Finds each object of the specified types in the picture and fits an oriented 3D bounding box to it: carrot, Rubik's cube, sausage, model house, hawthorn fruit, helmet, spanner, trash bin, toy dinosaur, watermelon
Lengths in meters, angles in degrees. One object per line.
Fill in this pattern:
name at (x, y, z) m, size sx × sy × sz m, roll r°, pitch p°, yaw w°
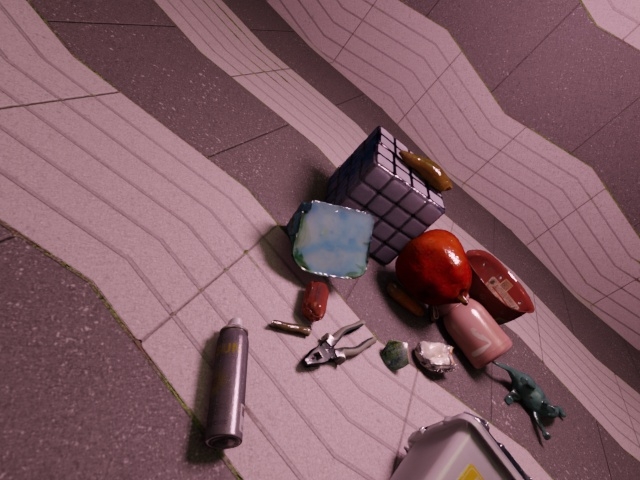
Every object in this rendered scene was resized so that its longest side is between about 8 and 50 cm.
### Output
carrot at (0.315, 0.221, 1.563) m, size 0.186 × 0.060 × 0.060 m, roll 43°, pitch 32°, yaw -12°
Rubik's cube at (0.241, -0.177, 1.673) m, size 0.343 × 0.344 × 0.337 m, roll 32°, pitch 36°, yaw -16°
sausage at (-0.016, 0.178, 1.236) m, size 0.076 × 0.076 × 0.141 m, roll 32°, pitch 32°, yaw -17°
model house at (0.000, 0.000, 1.395) m, size 0.261 × 0.241 × 0.226 m, roll 12°, pitch 86°, yaw -23°
hawthorn fruit at (0.428, 0.122, 1.532) m, size 0.265 × 0.265 × 0.307 m, roll 2°, pitch 42°, yaw -46°
helmet at (0.687, 0.230, 1.791) m, size 0.384 × 0.230 × 0.338 m, roll 8°, pitch 43°, yaw -40°
spanner at (0.056, 0.302, 1.202) m, size 0.324 × 0.040 × 0.096 m, roll -7°, pitch 57°, yaw -52°
trash bin at (0.249, 0.591, 0.918) m, size 0.367 × 0.296 × 0.256 m, roll -26°, pitch 73°, yaw -41°
toy dinosaur at (0.842, 0.598, 1.690) m, size 0.384 × 0.129 × 0.330 m, roll 53°, pitch 23°, yaw 16°
watermelon at (0.240, 0.362, 1.319) m, size 0.072 × 0.084 × 0.093 m, roll 33°, pitch 66°, yaw -54°

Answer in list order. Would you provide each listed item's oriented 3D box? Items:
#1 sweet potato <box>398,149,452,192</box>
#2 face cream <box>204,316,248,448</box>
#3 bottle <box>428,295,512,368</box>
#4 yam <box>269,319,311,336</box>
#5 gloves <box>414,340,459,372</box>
sweet potato at (0.394, -0.260, 1.546) m, size 0.243 × 0.077 × 0.077 m, roll 39°, pitch 33°, yaw -11°
face cream at (-0.195, 0.292, 0.908) m, size 0.073 × 0.073 × 0.284 m, roll 25°, pitch 37°, yaw -26°
bottle at (0.558, 0.328, 1.609) m, size 0.206 × 0.173 × 0.297 m, roll -27°, pitch 70°, yaw -21°
yam at (-0.083, 0.232, 1.140) m, size 0.129 × 0.027 × 0.033 m, roll 23°, pitch 77°, yaw -32°
gloves at (0.387, 0.399, 1.425) m, size 0.153 × 0.070 × 0.115 m, roll 15°, pitch 50°, yaw -27°
